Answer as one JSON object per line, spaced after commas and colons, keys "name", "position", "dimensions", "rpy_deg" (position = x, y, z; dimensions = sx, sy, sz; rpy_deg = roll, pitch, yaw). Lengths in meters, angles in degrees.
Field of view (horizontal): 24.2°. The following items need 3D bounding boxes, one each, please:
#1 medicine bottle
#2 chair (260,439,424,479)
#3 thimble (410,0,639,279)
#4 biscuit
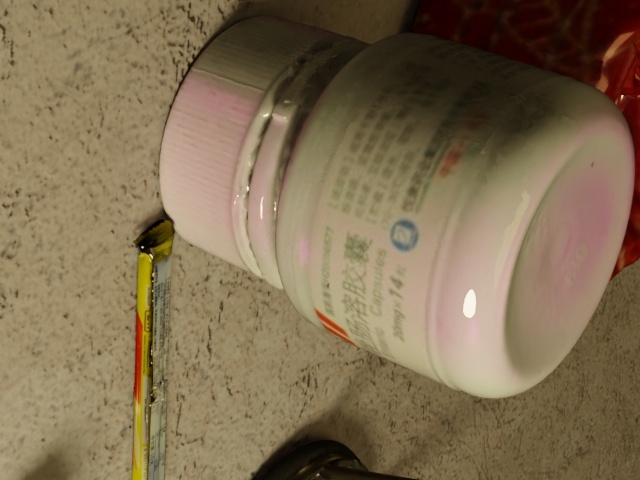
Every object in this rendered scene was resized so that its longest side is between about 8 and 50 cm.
{"name": "medicine bottle", "position": [0.057, -0.040, 1.191], "dimensions": [0.256, 0.324, 0.256], "rpy_deg": [-39, 140, -42]}
{"name": "chair", "position": [0.110, 0.409, 1.480], "dimensions": [0.365, 0.410, 0.362], "rpy_deg": [-58, 150, -18]}
{"name": "thimble", "position": [0.240, -0.135, 1.521], "dimensions": [0.350, 0.230, 0.350], "rpy_deg": [-38, 140, -41]}
{"name": "biscuit", "position": [-0.142, 0.120, 1.269], "dimensions": [0.048, 0.026, 0.292], "rpy_deg": [-34, 136, -50]}
